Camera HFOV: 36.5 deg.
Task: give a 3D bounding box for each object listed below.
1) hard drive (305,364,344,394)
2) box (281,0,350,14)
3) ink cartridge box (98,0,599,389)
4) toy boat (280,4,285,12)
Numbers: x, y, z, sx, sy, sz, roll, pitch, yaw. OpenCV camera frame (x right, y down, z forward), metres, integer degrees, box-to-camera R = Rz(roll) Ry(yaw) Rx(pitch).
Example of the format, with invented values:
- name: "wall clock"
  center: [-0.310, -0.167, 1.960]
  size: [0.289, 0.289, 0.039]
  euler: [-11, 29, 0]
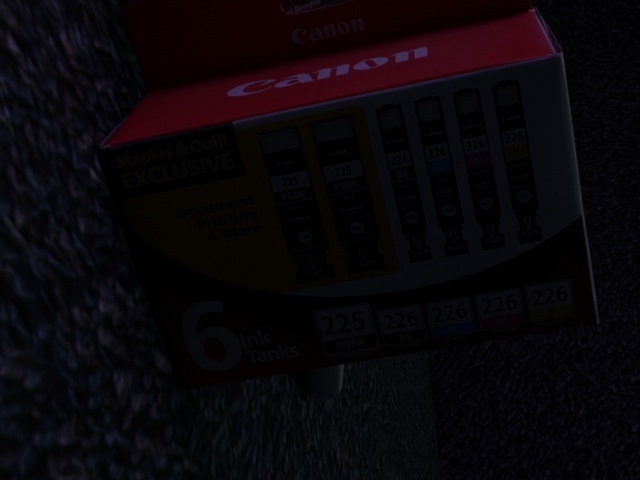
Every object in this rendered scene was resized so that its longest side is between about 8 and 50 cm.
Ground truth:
- name: "hard drive"
  center: [0.000, 0.000, 1.067]
  size: [0.353, 0.047, 0.233]
  euler: [91, -5, -61]
- name: "box"
  center: [0.043, -0.223, 1.210]
  size: [0.143, 0.191, 0.381]
  euler: [-98, 167, -66]
- name: "ink cartridge box"
  center: [0.019, -0.058, 0.699]
  size: [0.130, 0.309, 0.271]
  euler: [-81, 158, -63]
- name: "toy boat"
  center: [-0.046, -0.138, 0.877]
  size: [0.151, 0.151, 0.231]
  euler: [68, 15, -52]
